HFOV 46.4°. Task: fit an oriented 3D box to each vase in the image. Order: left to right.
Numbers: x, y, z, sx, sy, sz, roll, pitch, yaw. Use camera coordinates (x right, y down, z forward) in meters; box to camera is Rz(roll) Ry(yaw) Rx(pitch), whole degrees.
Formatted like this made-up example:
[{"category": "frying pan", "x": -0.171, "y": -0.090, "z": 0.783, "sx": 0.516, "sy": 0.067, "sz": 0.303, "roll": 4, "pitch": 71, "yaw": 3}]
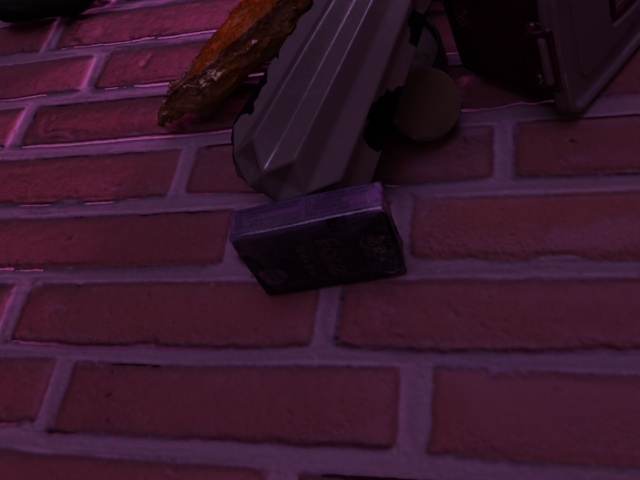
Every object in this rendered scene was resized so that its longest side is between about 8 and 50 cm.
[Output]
[{"category": "vase", "x": 0.038, "y": -0.206, "z": 0.769, "sx": 0.165, "sy": 0.165, "sz": 0.360, "roll": 34, "pitch": 104, "yaw": 35}]

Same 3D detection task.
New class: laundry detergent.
[{"category": "laundry detergent", "x": -0.432, "y": -0.422, "z": 1.230, "sx": 0.222, "sy": 0.078, "sz": 0.144, "roll": 1, "pitch": 53, "yaw": 21}]

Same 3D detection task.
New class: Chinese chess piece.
[{"category": "Chinese chess piece", "x": 0.116, "y": -0.153, "z": 0.839, "sx": 0.084, "sy": 0.084, "sz": 0.034, "roll": -36, "pitch": 10, "yaw": -8}]

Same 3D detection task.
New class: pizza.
[{"category": "pizza", "x": -0.103, "y": -0.249, "z": 0.976, "sx": 0.288, "sy": 0.075, "sz": 0.280, "roll": -42, "pitch": 25, "yaw": 9}]

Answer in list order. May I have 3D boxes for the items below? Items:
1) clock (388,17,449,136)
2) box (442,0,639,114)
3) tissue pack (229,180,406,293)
[{"category": "clock", "x": 0.050, "y": -0.213, "z": 0.930, "sx": 0.215, "sy": 0.042, "sz": 0.214, "roll": -10, "pitch": 53, "yaw": 13}, {"category": "box", "x": 0.276, "y": -0.303, "z": 0.830, "sx": 0.294, "sy": 0.193, "sz": 0.167, "roll": -47, "pitch": 46, "yaw": -16}, {"category": "tissue pack", "x": 0.000, "y": 0.000, "z": 0.748, "sx": 0.156, "sy": 0.112, "sz": 0.051, "roll": -11, "pitch": 53, "yaw": 12}]
